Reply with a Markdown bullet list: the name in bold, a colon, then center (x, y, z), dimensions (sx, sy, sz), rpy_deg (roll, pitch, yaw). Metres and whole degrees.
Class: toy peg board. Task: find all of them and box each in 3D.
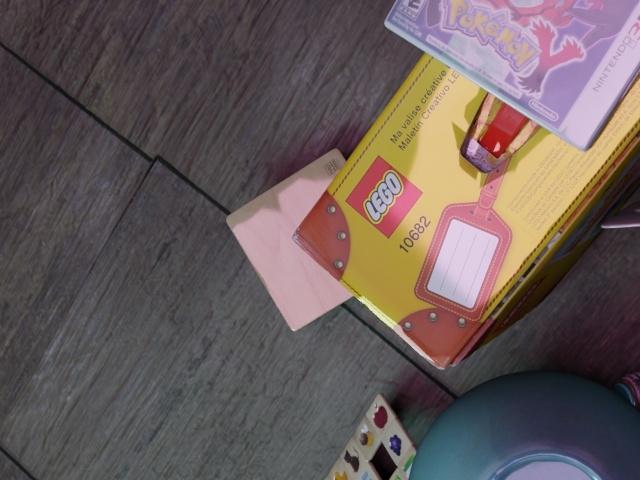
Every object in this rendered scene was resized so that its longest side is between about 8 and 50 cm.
- **toy peg board**: center (0.000, 0.000, 1.419), dimensions (0.161, 0.079, 0.161), rpy_deg (-32, 84, 7)

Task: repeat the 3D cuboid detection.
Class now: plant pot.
- **plant pot**: center (0.220, 0.270, 1.156), dimensions (0.290, 0.195, 0.290), rpy_deg (-1, 81, 9)

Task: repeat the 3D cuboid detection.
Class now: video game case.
- **video game case**: center (0.176, -0.200, 0.930), dimensions (0.201, 0.023, 0.183), rpy_deg (36, 108, 17)

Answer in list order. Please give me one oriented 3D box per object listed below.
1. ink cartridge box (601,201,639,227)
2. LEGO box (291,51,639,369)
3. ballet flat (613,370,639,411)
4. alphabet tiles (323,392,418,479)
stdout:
- **ink cartridge box**: center (0.467, 0.024, 1.138), dimensions (0.354, 0.207, 0.119), rpy_deg (0, 99, 25)
- **LEGO box**: center (0.248, -0.151, 1.121), dimensions (0.193, 0.372, 0.500), rpy_deg (41, 110, 14)
- **ballet flat**: center (0.372, 0.251, 1.283), dimensions (0.079, 0.077, 0.221), rpy_deg (-6, 89, -10)
- **alphabet tiles**: center (0.069, 0.332, 1.387), dimensions (0.198, 0.009, 0.237), rpy_deg (57, 134, 36)
